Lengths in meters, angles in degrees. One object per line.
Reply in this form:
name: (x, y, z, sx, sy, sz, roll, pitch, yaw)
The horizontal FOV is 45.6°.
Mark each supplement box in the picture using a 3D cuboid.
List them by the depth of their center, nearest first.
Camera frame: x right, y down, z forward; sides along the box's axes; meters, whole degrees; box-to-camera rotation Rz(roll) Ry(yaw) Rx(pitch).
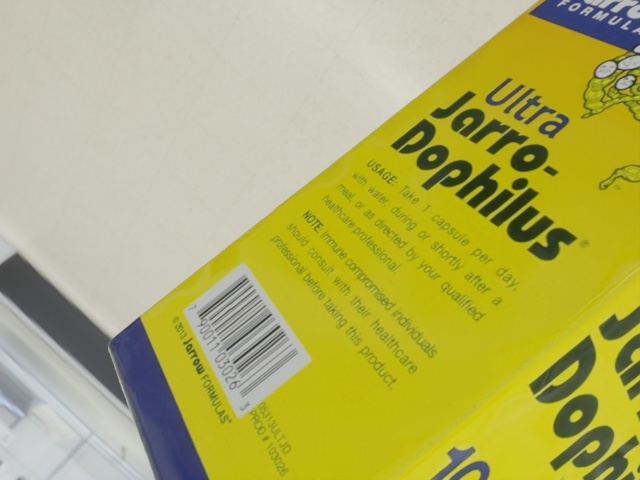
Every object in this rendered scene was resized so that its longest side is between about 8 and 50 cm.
supplement box: (0.099, 0.050, 0.421, 0.194, 0.356, 0.195, 53, 177, -39)
